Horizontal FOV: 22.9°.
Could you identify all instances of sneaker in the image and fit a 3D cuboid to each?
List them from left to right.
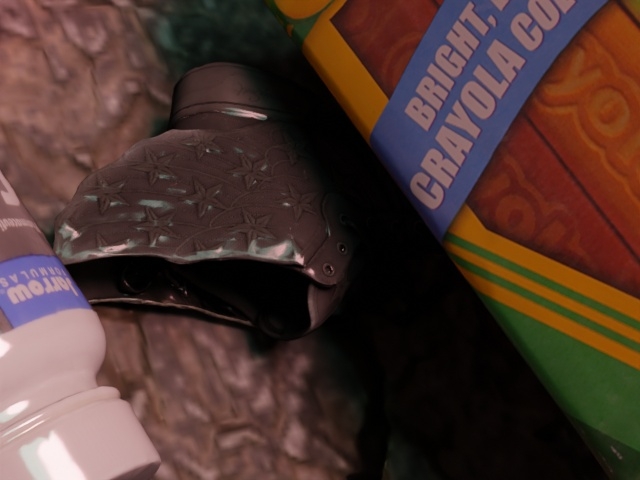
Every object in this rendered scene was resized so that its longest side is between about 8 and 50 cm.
[{"bbox_3d":[0.001,-0.001,0.502,0.170,0.051,0.089,16,54,-14],"label":"sneaker"}]

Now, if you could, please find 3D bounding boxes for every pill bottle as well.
[{"bbox_3d":[-0.105,0.018,0.409,0.078,0.078,0.137,-26,76,-38],"label":"pill bottle"}]

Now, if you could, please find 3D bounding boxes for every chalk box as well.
[{"bbox_3d":[0.107,-0.099,0.478,0.179,0.180,0.289,-5,51,-48],"label":"chalk box"}]
